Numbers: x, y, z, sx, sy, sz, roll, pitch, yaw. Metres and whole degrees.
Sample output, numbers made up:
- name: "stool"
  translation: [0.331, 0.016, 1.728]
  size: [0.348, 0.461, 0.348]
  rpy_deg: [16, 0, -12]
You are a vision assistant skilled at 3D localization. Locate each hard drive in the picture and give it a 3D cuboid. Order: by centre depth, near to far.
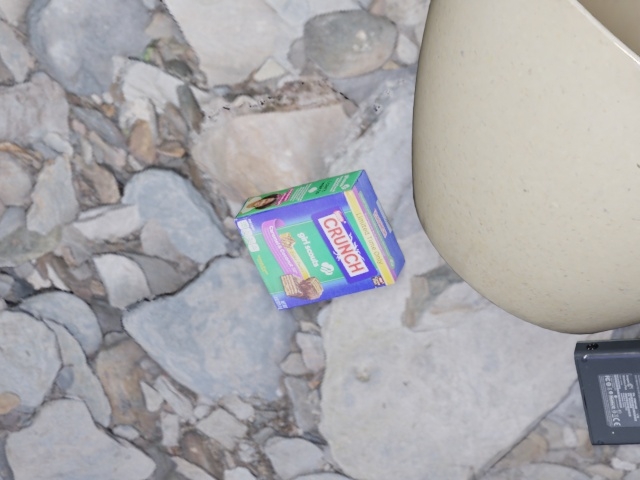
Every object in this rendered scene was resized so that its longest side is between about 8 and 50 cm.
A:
- name: "hard drive"
  translation: [0.277, 0.121, 1.542]
  size: [0.135, 0.022, 0.094]
  rpy_deg: [-3, 120, 20]

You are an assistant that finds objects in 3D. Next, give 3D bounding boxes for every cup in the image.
- name: "cup"
  translation: [0.190, -0.078, 1.249]
  size: [0.331, 0.331, 0.237]
  rpy_deg: [32, 124, -4]

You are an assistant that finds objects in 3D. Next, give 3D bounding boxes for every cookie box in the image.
- name: "cookie box"
  translation: [0.000, 0.000, 1.540]
  size: [0.107, 0.040, 0.091]
  rpy_deg: [-14, 116, 24]
